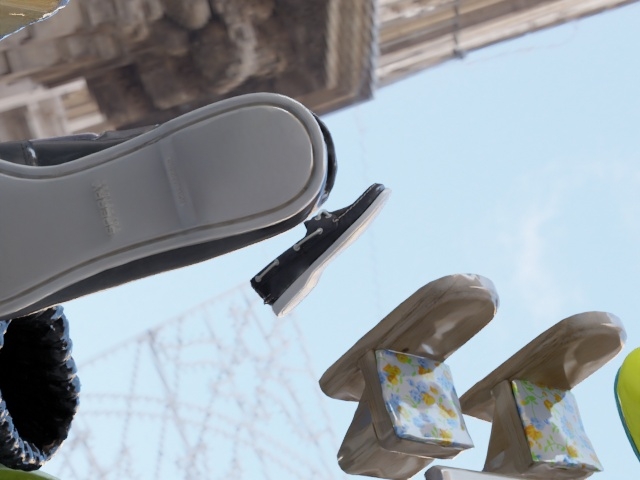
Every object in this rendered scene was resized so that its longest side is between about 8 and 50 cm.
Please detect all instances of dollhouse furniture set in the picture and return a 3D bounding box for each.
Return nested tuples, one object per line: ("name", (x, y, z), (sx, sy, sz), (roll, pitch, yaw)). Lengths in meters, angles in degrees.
("dollhouse furniture set", (0.254, 0.208, 0.992), (0.256, 0.394, 0.362), (-44, -133, 36))

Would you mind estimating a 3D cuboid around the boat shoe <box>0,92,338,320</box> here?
("boat shoe", (-0.152, -0.012, 0.907), (0.335, 0.095, 0.112), (-12, -98, 3))

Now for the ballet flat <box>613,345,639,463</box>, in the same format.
("ballet flat", (0.238, 0.147, 0.755), (0.231, 0.077, 0.077), (60, -30, 2))

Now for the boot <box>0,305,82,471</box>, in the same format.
("boot", (-0.306, 0.117, 1.205), (0.260, 0.348, 0.131), (9, -109, 14))

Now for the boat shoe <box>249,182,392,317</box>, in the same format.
("boat shoe", (0.000, 0.000, 1.081), (0.038, 0.046, 0.125), (45, -80, 11))

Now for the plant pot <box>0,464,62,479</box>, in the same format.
("plant pot", (-0.305, 0.359, 1.150), (0.293, 0.275, 0.275), (-35, -97, 29))

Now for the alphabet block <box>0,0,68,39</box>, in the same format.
("alphabet block", (-0.241, -0.171, 0.610), (0.193, 0.197, 0.192), (-15, -101, 46))
